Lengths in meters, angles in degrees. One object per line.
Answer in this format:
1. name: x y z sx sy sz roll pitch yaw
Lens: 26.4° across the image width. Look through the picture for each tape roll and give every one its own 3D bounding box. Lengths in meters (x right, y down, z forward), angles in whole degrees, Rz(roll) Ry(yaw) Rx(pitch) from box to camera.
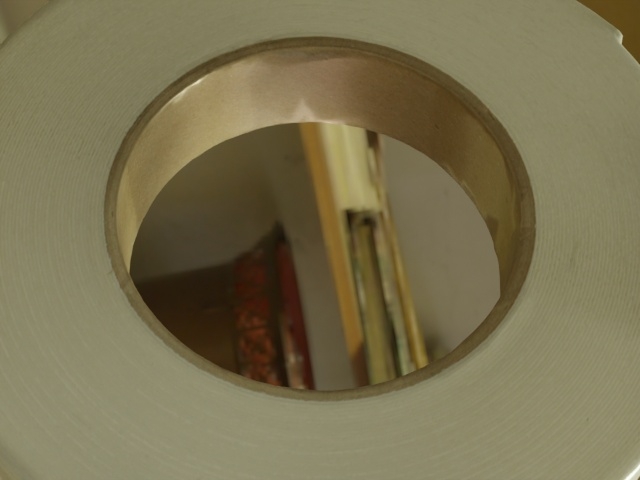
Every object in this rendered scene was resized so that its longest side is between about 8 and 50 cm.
1. tape roll: 0.000 0.000 0.683 0.072 0.392 0.392 93 -9 -59
